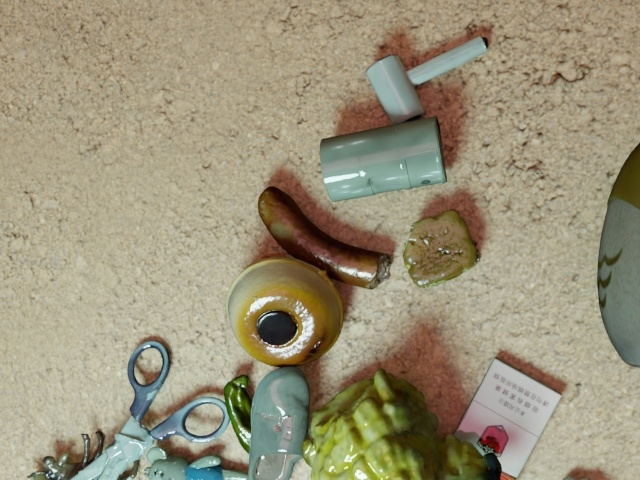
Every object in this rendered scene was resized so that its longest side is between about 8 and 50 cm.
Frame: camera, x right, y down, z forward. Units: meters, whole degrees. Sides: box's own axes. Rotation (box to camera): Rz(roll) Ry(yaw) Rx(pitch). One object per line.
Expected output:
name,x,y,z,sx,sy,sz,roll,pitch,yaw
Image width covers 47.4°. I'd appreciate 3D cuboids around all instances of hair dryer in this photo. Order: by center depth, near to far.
hair dryer,0.220,-0.319,1.398,0.236,0.073,0.131,-26,83,1

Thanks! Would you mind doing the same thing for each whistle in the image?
whistle,-0.238,0.472,1.435,0.235,0.077,0.114,4,99,10

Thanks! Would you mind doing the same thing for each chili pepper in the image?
chili pepper,-0.135,0.366,1.420,0.073,0.072,0.204,-26,87,28

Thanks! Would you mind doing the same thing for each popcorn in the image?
popcorn,0.112,0.365,1.282,0.293,0.293,0.237,54,136,11

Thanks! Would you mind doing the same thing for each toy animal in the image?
toy animal,-0.494,0.483,1.480,0.214,0.093,0.186,23,88,17

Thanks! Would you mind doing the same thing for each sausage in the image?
sausage,-0.004,0.004,1.412,0.302,0.076,0.103,31,86,12

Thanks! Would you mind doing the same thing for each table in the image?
table,0.119,-0.151,1.368,0.219,0.126,0.127,-9,84,12

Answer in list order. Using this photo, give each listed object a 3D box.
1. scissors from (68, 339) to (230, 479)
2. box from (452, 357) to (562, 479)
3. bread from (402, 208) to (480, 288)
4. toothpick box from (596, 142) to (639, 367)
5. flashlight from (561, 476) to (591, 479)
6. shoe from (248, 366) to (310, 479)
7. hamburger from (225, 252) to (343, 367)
scissors,-0.383,0.401,1.434,0.256,0.029,0.383,40,79,18
box,0.322,0.353,1.335,0.139,0.035,0.245,30,92,13
bread,0.219,0.015,1.364,0.140,0.069,0.128,-26,80,9
toothpick box,0.640,0.001,1.098,0.408,0.409,0.426,7,82,13
flashlight,0.417,0.504,1.298,0.200,0.047,0.093,-45,78,9
shoe,-0.073,0.360,1.343,0.103,0.100,0.251,4,106,-20
hamburger,-0.067,0.136,1.376,0.236,0.147,0.237,2,112,5
